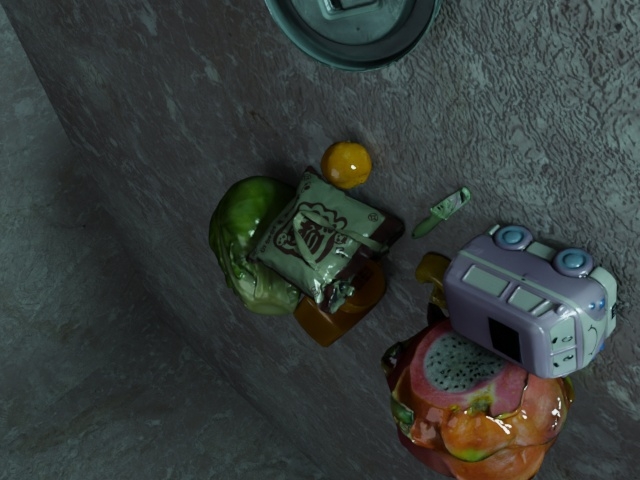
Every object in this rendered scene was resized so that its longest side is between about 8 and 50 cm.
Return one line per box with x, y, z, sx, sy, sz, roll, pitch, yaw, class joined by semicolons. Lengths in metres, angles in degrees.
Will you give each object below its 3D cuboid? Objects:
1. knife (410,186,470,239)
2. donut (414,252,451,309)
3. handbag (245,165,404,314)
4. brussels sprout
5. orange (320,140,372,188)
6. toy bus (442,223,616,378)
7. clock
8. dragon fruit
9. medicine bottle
0.181;-0.040;1.118;0.030;0.014;0.207;48;155;3;knife
0.205;0.074;1.210;0.108;0.043;0.097;52;158;-15;donut
0.000;0.000;1.267;0.235;0.213;0.127;33;170;32;handbag
-0.113;0.014;1.436;0.219;0.210;0.271;150;119;-61;brussels sprout
0.042;-0.122;1.159;0.083;0.083;0.083;39;155;23;orange
0.279;0.085;0.964;0.202;0.142;0.142;28;148;41;toy bus
0.034;-0.307;0.833;0.226;0.049;0.226;16;133;18;clock
0.228;0.215;1.088;0.290;0.290;0.189;25;147;44;dragon fruit
0.045;0.110;1.410;0.112;0.149;0.222;46;156;5;medicine bottle
